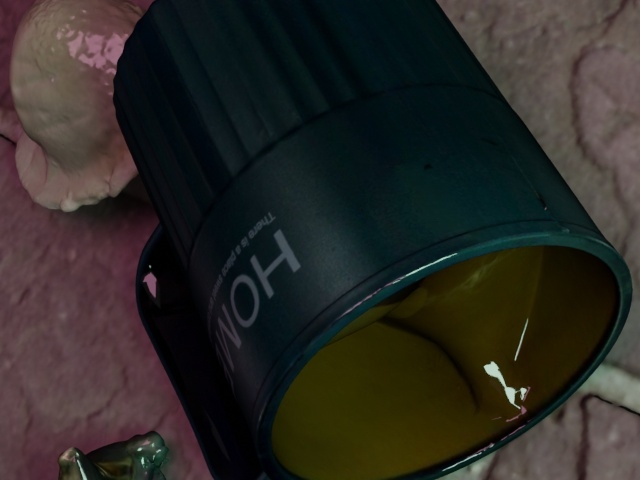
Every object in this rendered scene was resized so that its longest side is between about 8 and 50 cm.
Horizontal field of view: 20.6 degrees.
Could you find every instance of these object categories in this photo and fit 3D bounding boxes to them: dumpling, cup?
[{"bbox_3d":[-0.173,-0.102,1.318,0.216,0.126,0.166,19,95,30],"label":"dumpling"},{"bbox_3d":[0.017,-0.007,1.133,0.242,0.308,0.292,-18,56,-16],"label":"cup"}]

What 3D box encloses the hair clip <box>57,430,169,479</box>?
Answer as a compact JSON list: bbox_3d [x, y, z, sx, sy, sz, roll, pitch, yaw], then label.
[{"bbox_3d":[-0.146,0.304,1.171,0.110,0.095,0.358,-2,74,-9],"label":"hair clip"}]
